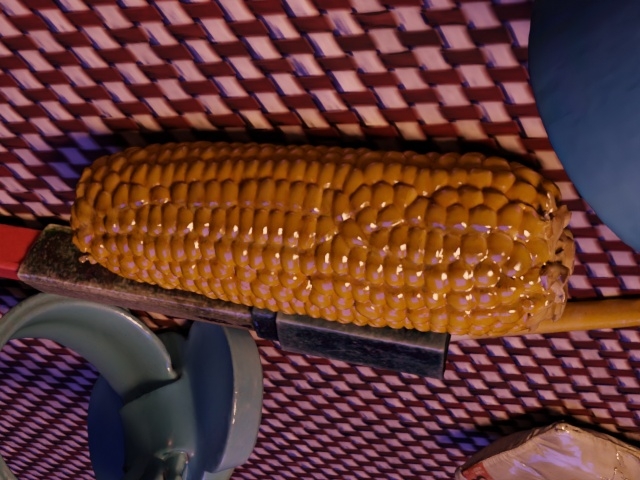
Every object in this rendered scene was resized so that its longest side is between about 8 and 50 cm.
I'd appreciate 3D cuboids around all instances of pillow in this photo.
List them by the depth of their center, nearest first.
[{"bbox_3d":[0.224,0.188,1.103,0.229,0.051,0.128,22,146,-24],"label":"pillow"}]

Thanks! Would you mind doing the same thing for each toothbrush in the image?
[{"bbox_3d":[0.185,0.040,0.834,0.288,0.021,0.024,-6,139,34],"label":"toothbrush"}]

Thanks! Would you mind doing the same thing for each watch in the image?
[{"bbox_3d":[-0.159,0.134,0.988,0.193,0.211,0.211,6,162,-35],"label":"watch"}]

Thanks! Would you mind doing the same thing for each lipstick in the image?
[{"bbox_3d":[-0.074,0.026,0.889,0.312,0.051,0.051,10,157,8],"label":"lipstick"}]

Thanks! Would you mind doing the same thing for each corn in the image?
[{"bbox_3d":[-0.001,-0.004,0.738,0.260,0.091,0.091,4,119,17],"label":"corn"}]

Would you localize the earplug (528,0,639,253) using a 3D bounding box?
[{"bbox_3d":[0.197,-0.091,0.424,0.132,0.132,0.273,23,150,-24],"label":"earplug"}]
